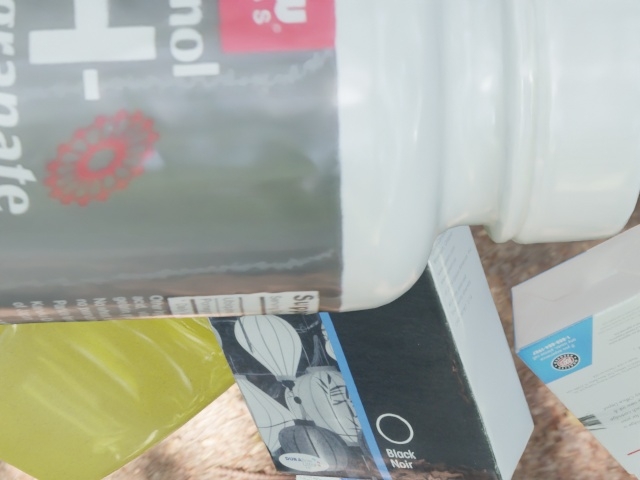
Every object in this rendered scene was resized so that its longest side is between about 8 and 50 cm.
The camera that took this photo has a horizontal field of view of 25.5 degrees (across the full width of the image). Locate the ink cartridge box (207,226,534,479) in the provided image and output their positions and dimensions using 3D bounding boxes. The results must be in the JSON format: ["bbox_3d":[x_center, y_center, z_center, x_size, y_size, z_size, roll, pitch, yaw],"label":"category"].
[{"bbox_3d":[0.000,0.000,0.802,0.065,0.165,0.332,-54,132,-45],"label":"ink cartridge box"}]

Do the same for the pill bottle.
[{"bbox_3d":[-0.051,-0.059,0.524,0.318,0.176,0.176,-3,75,-1],"label":"pill bottle"}]

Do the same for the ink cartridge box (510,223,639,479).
[{"bbox_3d":[0.212,0.081,0.898,0.180,0.104,0.060,46,29,-31],"label":"ink cartridge box"}]

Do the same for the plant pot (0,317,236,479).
[{"bbox_3d":[-0.212,0.072,1.129,0.212,0.212,0.187,38,92,-34],"label":"plant pot"}]

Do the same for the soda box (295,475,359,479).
[{"bbox_3d":[0.087,0.264,1.600,0.216,0.069,0.074,15,93,17],"label":"soda box"}]
